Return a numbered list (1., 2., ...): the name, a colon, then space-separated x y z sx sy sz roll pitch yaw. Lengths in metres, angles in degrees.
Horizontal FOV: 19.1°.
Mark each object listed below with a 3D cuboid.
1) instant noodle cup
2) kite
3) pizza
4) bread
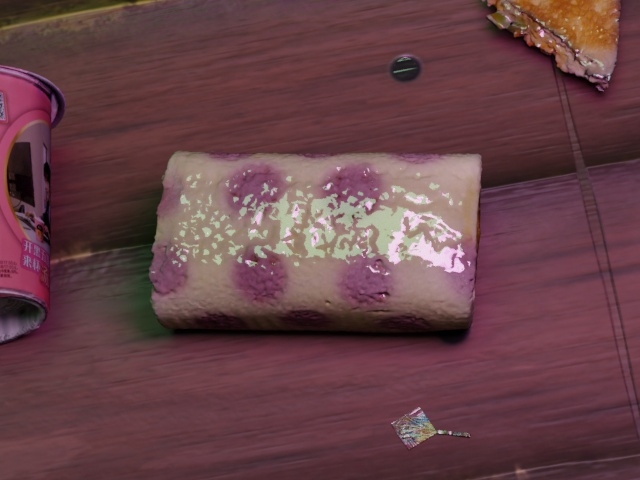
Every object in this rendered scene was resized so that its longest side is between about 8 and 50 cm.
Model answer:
1. instant noodle cup: -0.380 -0.029 2.029 0.244 0.244 0.255 -10 67 3
2. kite: 0.112 0.189 1.948 0.078 0.002 0.044 -13 60 3
3. pizza: 0.284 -0.240 2.129 0.185 0.052 0.195 -14 56 -8
4. bread: 0.000 0.000 1.981 0.338 0.155 0.187 2 66 9
